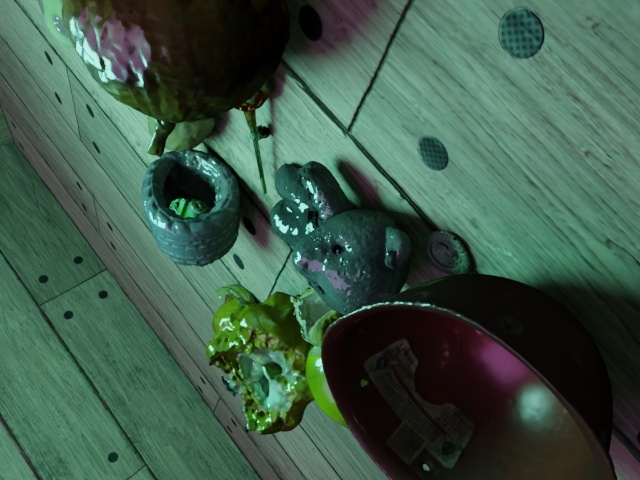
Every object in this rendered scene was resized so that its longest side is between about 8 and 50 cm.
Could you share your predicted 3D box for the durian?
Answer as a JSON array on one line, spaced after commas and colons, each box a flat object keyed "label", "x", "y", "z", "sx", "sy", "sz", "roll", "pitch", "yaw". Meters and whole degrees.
[{"label": "durian", "x": 0.012, "y": 0.147, "z": 0.981, "sx": 0.224, "sy": 0.140, "sz": 0.078, "roll": -83, "pitch": -24, "yaw": -65}]

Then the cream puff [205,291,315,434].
[{"label": "cream puff", "x": -0.081, "y": 0.251, "z": 1.235, "sx": 0.274, "sy": 0.270, "sz": 0.323, "roll": -95, "pitch": -19, "yaw": -73}]

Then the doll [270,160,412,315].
[{"label": "doll", "x": -0.004, "y": 0.003, "z": 0.891, "sx": 0.340, "sy": 0.158, "sz": 0.246, "roll": 38, "pitch": 135, "yaw": 35}]

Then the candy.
[{"label": "candy", "x": -0.116, "y": -0.185, "z": 0.963, "sx": 0.287, "sy": 0.078, "sz": 0.084, "roll": 84, "pitch": 171, "yaw": -48}]

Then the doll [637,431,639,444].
[{"label": "doll", "x": 0.437, "y": 0.300, "z": 0.615, "sx": 0.219, "sy": 0.067, "sz": 0.091, "roll": 58, "pitch": 163, "yaw": -15}]

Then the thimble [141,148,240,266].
[{"label": "thimble", "x": -0.285, "y": -0.069, "z": 1.203, "sx": 0.236, "sy": 0.205, "sz": 0.172, "roll": 45, "pitch": 151, "yaw": 18}]

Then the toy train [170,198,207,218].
[{"label": "toy train", "x": -0.349, "y": -0.078, "z": 1.433, "sx": 0.119, "sy": 0.085, "sz": 0.251, "roll": 50, "pitch": 154, "yaw": -1}]

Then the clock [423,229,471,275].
[{"label": "clock", "x": 0.177, "y": 0.019, "z": 0.780, "sx": 0.083, "sy": 0.010, "sz": 0.074, "roll": -8, "pitch": 113, "yaw": 60}]

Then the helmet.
[{"label": "helmet", "x": 0.203, "y": 0.166, "z": 0.664, "sx": 0.337, "sy": 0.230, "sz": 0.385, "roll": 51, "pitch": 144, "yaw": 9}]

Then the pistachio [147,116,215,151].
[{"label": "pistachio", "x": -0.286, "y": -0.248, "z": 1.116, "sx": 0.136, "sy": 0.136, "sz": 0.226, "roll": 63, "pitch": 159, "yaw": -14}]

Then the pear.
[{"label": "pear", "x": 0.071, "y": 0.271, "z": 1.041, "sx": 0.187, "sy": 0.187, "sz": 0.219, "roll": 2, "pitch": 127, "yaw": 57}]

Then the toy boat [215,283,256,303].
[{"label": "toy boat", "x": -0.234, "y": 0.163, "z": 1.516, "sx": 0.172, "sy": 0.066, "sz": 0.065, "roll": 20, "pitch": 139, "yaw": 49}]

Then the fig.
[{"label": "fig", "x": -0.212, "y": -0.257, "z": 0.797, "sx": 0.286, "sy": 0.286, "sz": 0.368, "roll": 50, "pitch": 146, "yaw": 11}]

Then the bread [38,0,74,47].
[{"label": "bread", "x": -0.364, "y": -0.455, "z": 0.943, "sx": 0.338, "sy": 0.187, "sz": 0.155, "roll": -6, "pitch": 112, "yaw": 57}]
